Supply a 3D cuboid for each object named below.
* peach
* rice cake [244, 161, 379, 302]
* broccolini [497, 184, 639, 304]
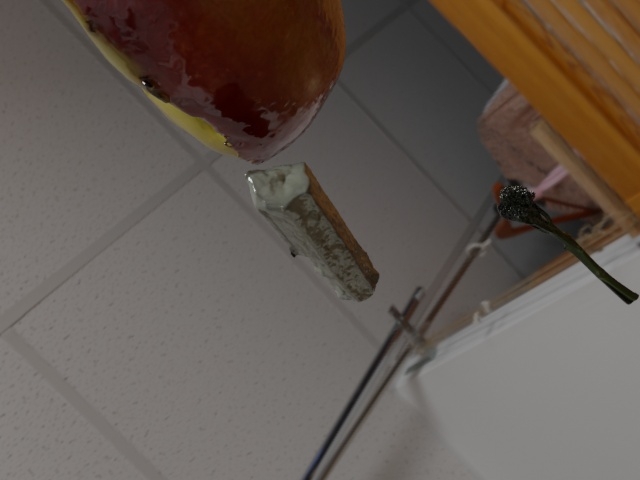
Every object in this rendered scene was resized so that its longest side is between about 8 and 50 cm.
[{"bbox_3d":[-0.103,-0.241,0.755,0.306,0.242,0.380,47,177,14],"label":"peach"},{"bbox_3d":[0.000,0.000,0.759,0.256,0.057,0.052,53,-140,-60],"label":"rice cake"},{"bbox_3d":[0.283,0.006,0.898,0.218,0.042,0.044,34,-108,-21],"label":"broccolini"}]
